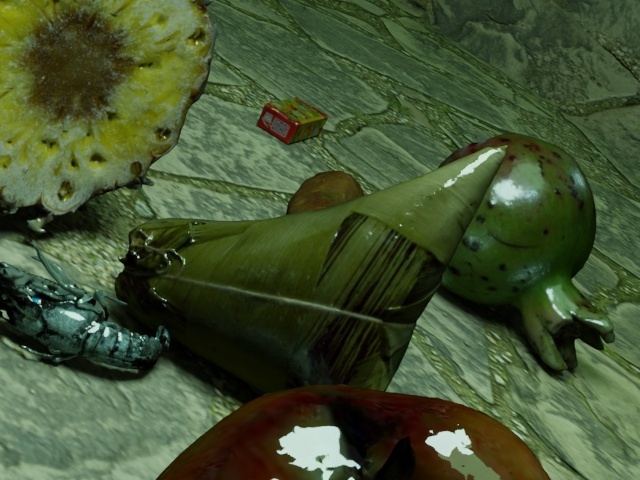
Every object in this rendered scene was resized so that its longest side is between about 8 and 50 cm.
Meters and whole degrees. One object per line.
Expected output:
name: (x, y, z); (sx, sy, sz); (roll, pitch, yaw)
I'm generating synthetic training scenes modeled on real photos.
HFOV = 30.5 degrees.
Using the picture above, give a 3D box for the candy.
candy: (-0.042, -0.183, 1.781); (0.062, 0.038, 0.122); (33, 22, 14)

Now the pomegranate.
pomegranate: (0.264, 0.008, 1.486); (0.306, 0.242, 0.242); (49, 23, 1)

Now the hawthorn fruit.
hawthorn fruit: (0.019, 0.202, 0.619); (0.267, 0.301, 0.268); (13, 40, -11)

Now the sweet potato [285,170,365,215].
sweet potato: (-0.001, 0.000, 1.355); (0.097, 0.097, 0.292); (24, 30, -7)

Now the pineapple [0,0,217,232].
pineapple: (-0.297, -0.214, 1.145); (0.352, 0.352, 0.300); (2, 31, -47)

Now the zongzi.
zongzi: (-0.016, -0.011, 1.062); (0.273, 0.300, 0.145); (29, 8, 9)

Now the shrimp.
shrimp: (-0.201, 0.064, 0.983); (0.174, 0.082, 0.076); (25, 16, -24)
